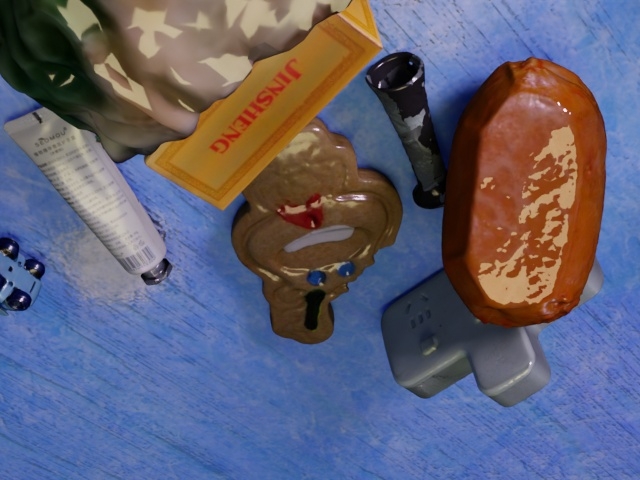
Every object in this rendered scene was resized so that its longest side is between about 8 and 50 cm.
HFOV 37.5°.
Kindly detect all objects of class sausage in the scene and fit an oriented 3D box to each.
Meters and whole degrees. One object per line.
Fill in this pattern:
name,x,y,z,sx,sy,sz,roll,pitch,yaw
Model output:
sausage,0.199,-0.045,0.927,0.153,0.141,0.267,5,104,8

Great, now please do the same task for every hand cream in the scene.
hand cream,-0.228,-0.044,0.978,0.080,0.050,0.234,-22,126,12

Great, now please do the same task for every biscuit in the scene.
biscuit,-0.009,0.003,1.051,0.184,0.047,0.319,5,132,-9

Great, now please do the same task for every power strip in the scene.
power strip,0.194,0.092,1.057,0.265,0.193,0.059,-36,129,21

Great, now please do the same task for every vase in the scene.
vase,0.098,-0.107,0.956,0.059,0.059,0.167,-19,132,9

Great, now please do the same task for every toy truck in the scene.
toy truck,-0.364,0.026,1.010,0.074,0.063,0.136,-16,131,32

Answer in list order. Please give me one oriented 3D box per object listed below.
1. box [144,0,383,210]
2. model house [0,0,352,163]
box,-0.054,-0.176,0.728,0.076,0.274,0.174,32,120,-30
model house,-0.144,-0.339,0.463,0.395,0.445,0.400,-34,129,23
